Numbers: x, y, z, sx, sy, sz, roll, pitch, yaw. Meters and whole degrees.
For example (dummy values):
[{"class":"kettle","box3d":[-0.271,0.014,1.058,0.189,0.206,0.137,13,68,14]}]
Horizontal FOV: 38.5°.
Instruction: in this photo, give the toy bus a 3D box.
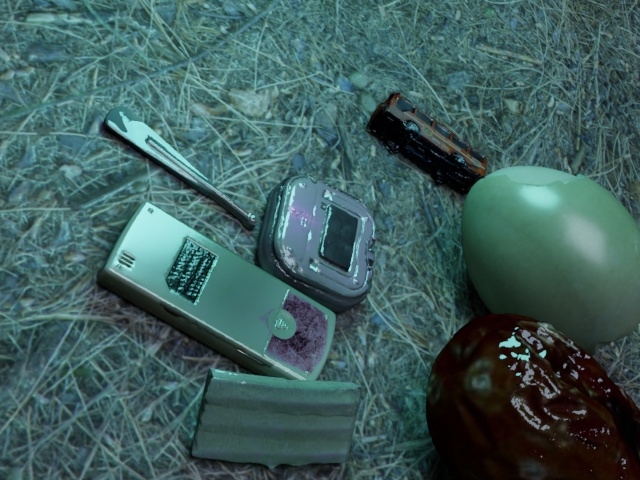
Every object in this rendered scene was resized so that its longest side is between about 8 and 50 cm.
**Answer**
[{"class":"toy bus","box3d":[0.198,-0.178,1.676,0.234,0.073,0.096,35,40,-10]}]

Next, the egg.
[{"class":"egg","box3d":[0.383,0.020,1.524,0.278,0.278,0.336,-37,90,-42]}]

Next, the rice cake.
[{"class":"rice cake","box3d":[-0.055,0.241,1.226,0.237,0.127,0.043,8,13,-26]}]

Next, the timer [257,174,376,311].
[{"class":"timer","box3d":[0.000,0.000,1.434,0.190,0.069,0.209,24,50,-22]}]

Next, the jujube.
[{"class":"jujube","box3d":[0.324,0.281,1.341,0.376,0.276,0.276,33,49,-16]}]

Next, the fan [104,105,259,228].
[{"class":"fan","box3d":[-0.206,-0.112,1.401,0.282,0.023,0.057,36,40,-8]}]

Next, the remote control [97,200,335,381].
[{"class":"remote control","box3d":[-0.137,0.084,1.302,0.344,0.050,0.145,33,49,-12]}]
